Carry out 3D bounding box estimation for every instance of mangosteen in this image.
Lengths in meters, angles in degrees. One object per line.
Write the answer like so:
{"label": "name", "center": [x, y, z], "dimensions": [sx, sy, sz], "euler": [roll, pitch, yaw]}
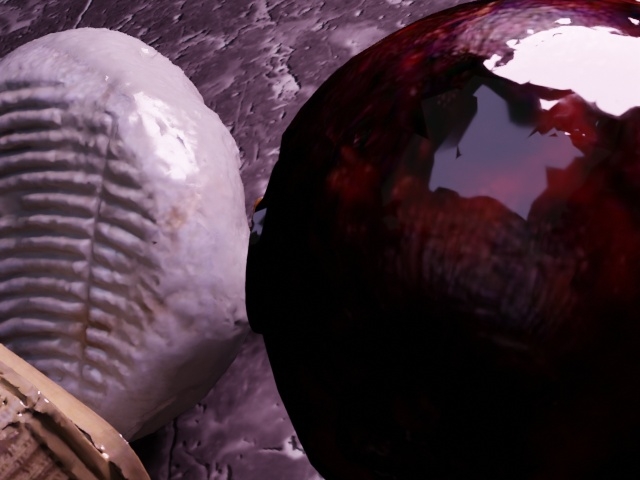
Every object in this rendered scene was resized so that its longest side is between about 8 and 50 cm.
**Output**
{"label": "mangosteen", "center": [0.137, 0.014, 0.944], "dimensions": [0.381, 0.381, 0.421], "euler": [-23, 27, 13]}

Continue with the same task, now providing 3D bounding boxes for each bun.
{"label": "bun", "center": [-0.181, 0.003, 1.222], "dimensions": [0.354, 0.354, 0.194], "euler": [1, 6, 37]}

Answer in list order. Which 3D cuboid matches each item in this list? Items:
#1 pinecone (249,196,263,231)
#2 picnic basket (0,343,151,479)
{"label": "pinecone", "center": [0.000, -0.002, 1.274], "dimensions": [0.121, 0.140, 0.140], "euler": [34, 67, 17]}
{"label": "picnic basket", "center": [-0.214, 0.203, 1.028], "dimensions": [0.175, 0.313, 0.228], "euler": [-47, 38, -17]}
